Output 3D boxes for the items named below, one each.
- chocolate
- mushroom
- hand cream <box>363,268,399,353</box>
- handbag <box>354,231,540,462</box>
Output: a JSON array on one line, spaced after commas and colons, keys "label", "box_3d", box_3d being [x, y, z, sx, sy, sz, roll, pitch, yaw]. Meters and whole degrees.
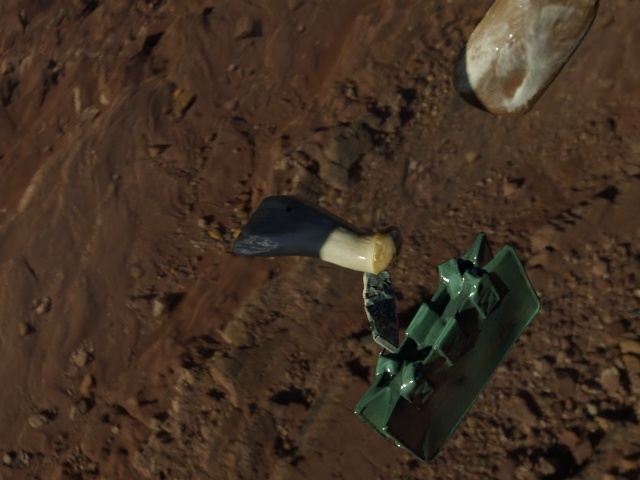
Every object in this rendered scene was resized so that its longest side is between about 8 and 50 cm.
[{"label": "chocolate", "box_3d": [0.307, -0.281, 1.201, 0.157, 0.254, 0.080, 11, 45, -18]}, {"label": "mushroom", "box_3d": [0.000, 0.000, 1.638, 0.329, 0.122, 0.159, 14, 72, 16]}, {"label": "hand cream", "box_3d": [0.131, 0.129, 1.730, 0.075, 0.247, 0.052, 14, 130, -20]}, {"label": "handbag", "box_3d": [0.193, 0.164, 1.217, 0.326, 0.089, 0.238, -52, 146, -9]}]
